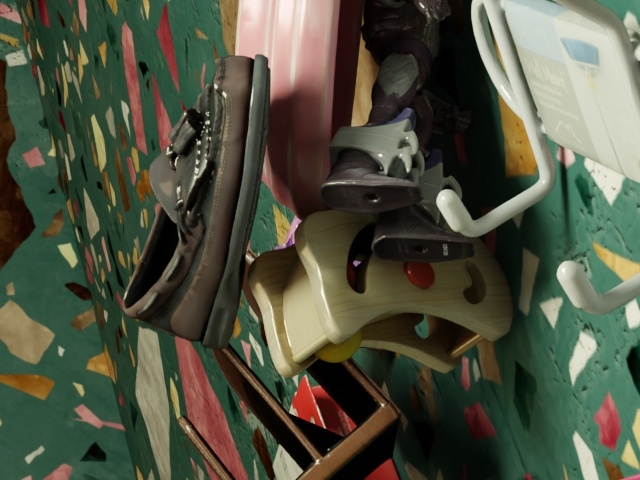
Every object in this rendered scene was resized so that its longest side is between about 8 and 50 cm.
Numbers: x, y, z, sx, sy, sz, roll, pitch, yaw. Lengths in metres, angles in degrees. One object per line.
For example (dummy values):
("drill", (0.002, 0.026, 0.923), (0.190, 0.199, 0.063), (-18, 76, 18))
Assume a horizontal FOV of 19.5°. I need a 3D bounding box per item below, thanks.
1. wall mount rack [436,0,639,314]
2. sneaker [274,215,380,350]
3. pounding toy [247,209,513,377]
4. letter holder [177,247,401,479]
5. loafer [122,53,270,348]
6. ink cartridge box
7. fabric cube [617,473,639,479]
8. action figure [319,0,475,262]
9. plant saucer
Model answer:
("wall mount rack", (0.118, -0.120, 1.226), (0.304, 0.130, 0.350), (66, 168, -22))
("sneaker", (0.000, 0.000, 1.815), (0.095, 0.104, 0.236), (-170, 70, -73))
("pounding toy", (0.045, 0.053, 1.518), (0.155, 0.269, 0.154), (-38, 80, 41))
("letter holder", (-0.055, 0.146, 1.693), (0.214, 0.152, 0.302), (49, 172, 10))
("loafer", (-0.098, -0.023, 1.432), (0.302, 0.095, 0.109), (102, 174, -48))
("ink cartridge box", (0.018, 0.238, 1.962), (0.231, 0.078, 0.134), (107, 146, -58))
("fabric cube", (0.294, 0.182, 0.730), (0.254, 0.258, 0.259), (142, 115, -72))
("action figure", (0.070, -0.121, 1.466), (0.185, 0.099, 0.285), (62, -153, -48))
("plant saucer", (-0.015, -0.181, 1.542), (0.332, 0.084, 0.332), (5, -90, -85))
